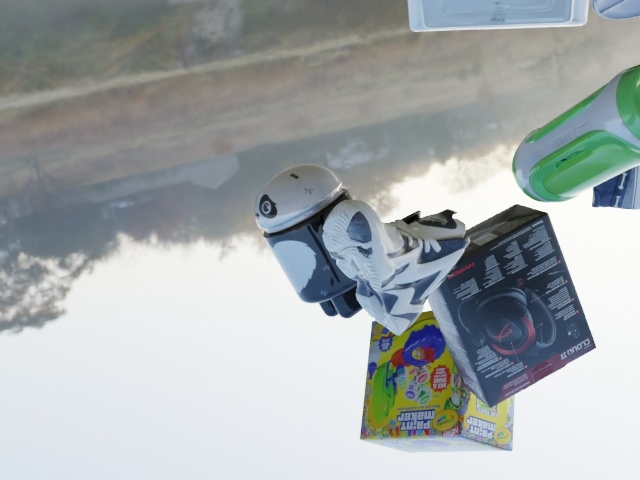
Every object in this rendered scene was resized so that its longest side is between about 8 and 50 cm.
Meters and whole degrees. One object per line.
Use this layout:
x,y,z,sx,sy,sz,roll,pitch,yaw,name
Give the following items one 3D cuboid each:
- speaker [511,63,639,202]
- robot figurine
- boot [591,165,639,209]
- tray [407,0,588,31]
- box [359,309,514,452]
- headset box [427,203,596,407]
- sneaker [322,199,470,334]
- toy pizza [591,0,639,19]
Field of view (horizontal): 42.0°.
0.396,-0.145,1.195,0.131,0.131,0.296,-16,172,-21,speaker
-0.003,0.001,1.464,0.209,0.278,0.173,-23,-166,27,robot figurine
0.495,-0.126,1.386,0.086,0.190,0.069,0,-141,16,boot
0.262,-0.367,1.240,0.270,0.145,0.030,1,-127,13,tray
0.259,0.312,1.827,0.177,0.279,0.290,24,153,-36,box
0.312,0.119,1.395,0.218,0.293,0.110,-28,-163,-9,headset box
0.098,-0.005,0.968,0.153,0.235,0.094,-46,-133,-15,sneaker
0.529,-0.421,1.327,0.201,0.032,0.201,-13,163,-4,toy pizza
